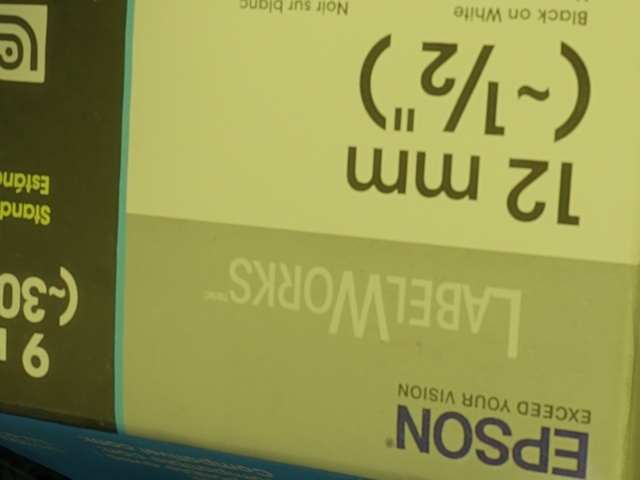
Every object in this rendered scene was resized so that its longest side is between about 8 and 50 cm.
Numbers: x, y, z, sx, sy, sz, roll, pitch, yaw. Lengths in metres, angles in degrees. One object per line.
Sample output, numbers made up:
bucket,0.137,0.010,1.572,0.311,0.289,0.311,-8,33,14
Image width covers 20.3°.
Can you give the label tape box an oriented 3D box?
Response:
label tape box,0.000,0.000,0.552,0.249,0.115,0.347,6,94,30
